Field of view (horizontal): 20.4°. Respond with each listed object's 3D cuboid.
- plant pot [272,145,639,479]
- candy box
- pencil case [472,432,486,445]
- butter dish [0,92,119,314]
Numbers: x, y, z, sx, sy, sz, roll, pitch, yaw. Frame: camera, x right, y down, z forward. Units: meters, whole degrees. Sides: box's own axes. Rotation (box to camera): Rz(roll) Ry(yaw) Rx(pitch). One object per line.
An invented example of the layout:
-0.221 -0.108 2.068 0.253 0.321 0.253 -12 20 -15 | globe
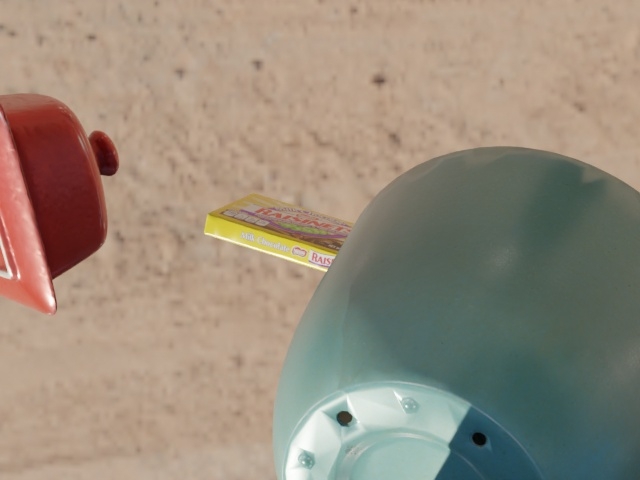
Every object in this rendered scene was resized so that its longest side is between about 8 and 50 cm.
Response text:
0.103 0.115 1.179 0.293 0.235 0.293 10 119 20 | plant pot
0.000 0.000 1.749 0.206 0.105 0.027 17 107 20 | candy box
0.099 0.076 1.272 0.113 0.273 0.124 -38 110 -9 | pencil case
-0.197 -0.045 1.252 0.118 0.160 0.160 -23 109 -28 | butter dish
